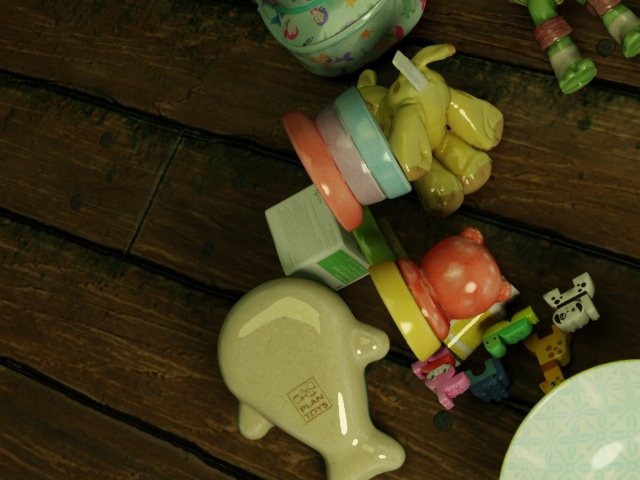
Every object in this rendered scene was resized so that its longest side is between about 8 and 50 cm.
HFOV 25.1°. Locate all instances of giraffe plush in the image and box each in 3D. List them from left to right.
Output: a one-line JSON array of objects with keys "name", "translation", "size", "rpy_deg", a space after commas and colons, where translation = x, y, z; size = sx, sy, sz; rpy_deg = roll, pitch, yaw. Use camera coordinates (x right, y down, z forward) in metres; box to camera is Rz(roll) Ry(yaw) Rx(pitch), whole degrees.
[{"name": "giraffe plush", "translation": [0.095, -0.137, 1.772], "size": [0.170, 0.210, 0.181], "rpy_deg": [-4, 34, 52]}]

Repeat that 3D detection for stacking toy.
[{"name": "stacking toy", "translation": [0.087, -0.045, 1.643], "size": [0.130, 0.279, 0.309], "rpy_deg": [-30, 101, 5]}]

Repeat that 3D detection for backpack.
[{"name": "backpack", "translation": [0.009, -0.353, 1.890], "size": [0.225, 0.191, 0.253], "rpy_deg": [-33, 63, 12]}]

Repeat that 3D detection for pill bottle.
[{"name": "pill bottle", "translation": [0.177, 0.087, 1.685], "size": [0.116, 0.065, 0.065], "rpy_deg": [-46, 56, 5]}]

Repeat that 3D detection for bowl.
[{"name": "bowl", "translation": [0.341, 0.278, 1.465], "size": [0.289, 0.156, 0.289], "rpy_deg": [-10, 66, 24]}]

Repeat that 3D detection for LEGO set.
[{"name": "LEGO set", "translation": [0.230, 0.142, 1.619], "size": [0.227, 0.087, 0.093], "rpy_deg": [-30, 44, 14]}]

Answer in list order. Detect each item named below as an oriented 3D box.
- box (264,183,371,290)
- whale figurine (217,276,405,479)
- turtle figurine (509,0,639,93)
[{"name": "box", "translation": [0.000, 0.000, 1.793], "size": [0.087, 0.101, 0.102], "rpy_deg": [-28, 60, 16]}, {"name": "whale figurine", "translation": [-0.003, 0.172, 1.728], "size": [0.216, 0.141, 0.272], "rpy_deg": [-36, 82, 11]}, {"name": "turtle figurine", "translation": [0.277, -0.331, 1.703], "size": [0.266, 0.198, 0.274], "rpy_deg": [58, 144, 15]}]
